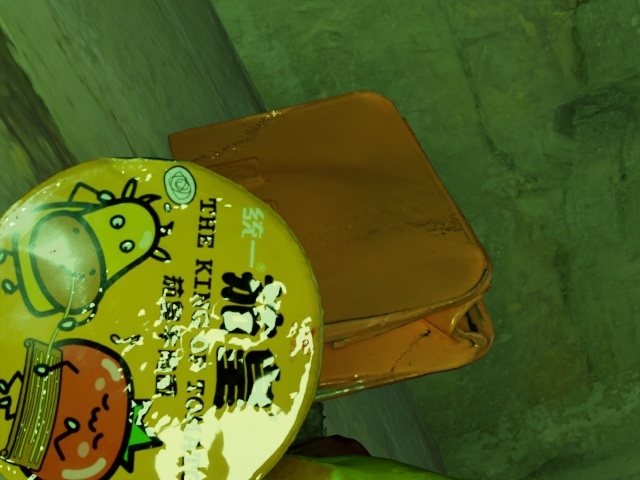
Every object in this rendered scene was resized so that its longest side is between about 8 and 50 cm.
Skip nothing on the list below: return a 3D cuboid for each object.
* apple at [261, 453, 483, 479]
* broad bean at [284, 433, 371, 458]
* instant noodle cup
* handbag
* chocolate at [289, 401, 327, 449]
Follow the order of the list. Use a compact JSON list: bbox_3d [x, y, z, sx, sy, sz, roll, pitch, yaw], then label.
[{"bbox_3d":[0.088,0.300,0.864,0.374,0.374,0.384,-104,176,-57],"label":"apple"},{"bbox_3d":[0.012,0.285,1.341,0.228,0.122,0.156,35,37,-77],"label":"broad bean"},{"bbox_3d":[-0.104,0.069,0.797,0.172,0.215,0.216,87,-18,-80],"label":"instant noodle cup"},{"bbox_3d":[0.000,0.000,1.402,0.410,0.303,0.116,-113,-167,-51],"label":"handbag"},{"bbox_3d":[-0.056,0.113,1.506,0.303,0.100,0.185,-101,178,-51],"label":"chocolate"}]
